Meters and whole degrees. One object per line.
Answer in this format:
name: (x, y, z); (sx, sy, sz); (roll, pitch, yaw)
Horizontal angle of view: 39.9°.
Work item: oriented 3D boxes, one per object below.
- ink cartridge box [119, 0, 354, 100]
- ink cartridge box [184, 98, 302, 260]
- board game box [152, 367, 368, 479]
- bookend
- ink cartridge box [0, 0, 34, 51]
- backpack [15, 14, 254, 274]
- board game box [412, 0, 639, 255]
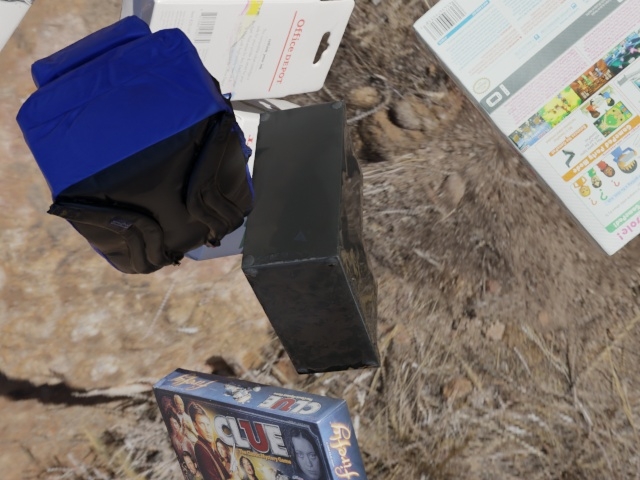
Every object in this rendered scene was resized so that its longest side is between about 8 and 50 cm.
ink cartridge box: (-0.079, -0.191, 0.805); (0.067, 0.198, 0.115); (60, 143, 31)
ink cartridge box: (-0.085, -0.072, 0.969); (0.092, 0.219, 0.160); (26, 107, 23)
board game box: (-0.057, 0.220, 0.869); (0.243, 0.042, 0.165); (1, 113, 44)
bookend: (0.000, 0.000, 0.711); (0.072, 0.156, 0.157); (-7, 52, 13)
ink cartridge box: (-0.369, -0.275, 0.852); (0.172, 0.100, 0.237); (38, 97, 14)
backpack: (-0.086, -0.046, 0.451); (0.098, 0.120, 0.101); (-24, 63, -3)
board game box: (0.276, -0.169, 0.893); (0.224, 0.097, 0.303); (-39, 83, 8)
